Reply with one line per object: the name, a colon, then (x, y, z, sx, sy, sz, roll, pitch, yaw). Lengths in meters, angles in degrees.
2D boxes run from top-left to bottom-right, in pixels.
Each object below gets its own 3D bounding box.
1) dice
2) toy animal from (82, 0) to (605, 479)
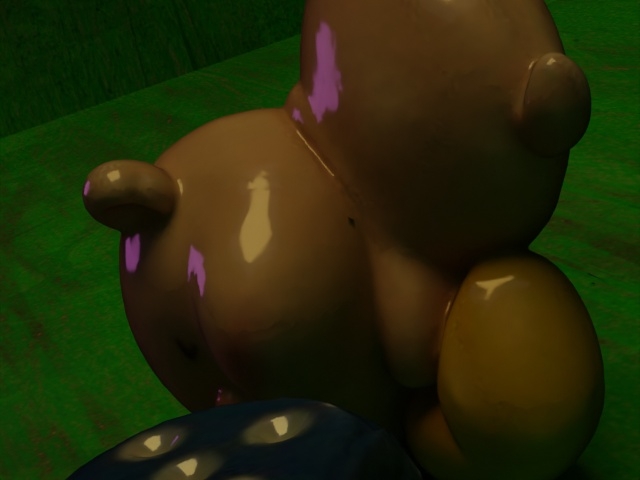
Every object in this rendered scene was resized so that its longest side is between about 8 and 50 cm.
dice: (-0.032, 0.157, 0.658, 0.146, 0.146, 0.143, -10, 15, 22)
toy animal: (0.006, 0.013, 0.833, 0.246, 0.345, 0.277, -10, 48, -14)
